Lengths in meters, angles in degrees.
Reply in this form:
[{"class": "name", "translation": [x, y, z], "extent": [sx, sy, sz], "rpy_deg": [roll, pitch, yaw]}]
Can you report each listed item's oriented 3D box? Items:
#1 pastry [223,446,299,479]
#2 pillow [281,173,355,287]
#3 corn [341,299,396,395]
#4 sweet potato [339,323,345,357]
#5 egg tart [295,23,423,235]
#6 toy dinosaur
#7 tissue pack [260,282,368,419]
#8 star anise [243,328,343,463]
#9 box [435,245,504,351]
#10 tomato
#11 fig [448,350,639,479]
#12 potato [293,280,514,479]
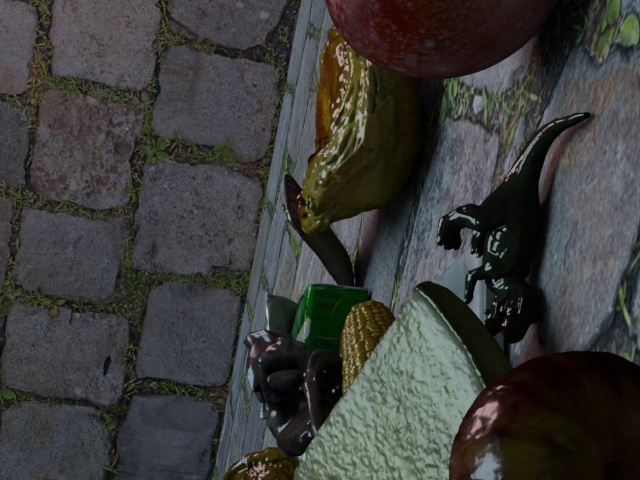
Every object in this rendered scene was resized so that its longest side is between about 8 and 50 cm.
[{"class": "pastry", "translation": [-0.059, 0.395, 1.663], "extent": [0.103, 0.189, 0.188], "rpy_deg": [-93, 15, -45]}, {"class": "pillow", "translation": [0.000, 0.000, 1.778], "extent": [0.232, 0.038, 0.130], "rpy_deg": [53, -163, -35]}, {"class": "corn", "translation": [0.070, 0.163, 1.406], "extent": [0.091, 0.091, 0.260], "rpy_deg": [-48, 18, 22]}, {"class": "sweet potato", "translation": [0.054, 0.186, 1.589], "extent": [0.068, 0.060, 0.205], "rpy_deg": [47, -151, -55]}, {"class": "egg tart", "translation": [0.056, -0.169, 1.616], "extent": [0.351, 0.153, 0.339], "rpy_deg": [112, 165, -55]}, {"class": "toy dinosaur", "translation": [0.200, -0.004, 1.006], "extent": [0.179, 0.087, 0.187], "rpy_deg": [-22, 70, 37]}, {"class": "tissue pack", "translation": [-0.018, 0.185, 1.721], "extent": [0.148, 0.156, 0.209], "rpy_deg": [114, 162, -66]}, {"class": "star anise", "translation": [0.008, 0.247, 1.462], "extent": [0.359, 0.139, 0.316], "rpy_deg": [57, 179, 27]}, {"class": "box", "translation": [0.146, 0.148, 1.110], "extent": [0.142, 0.044, 0.285], "rpy_deg": [125, 152, -61]}, {"class": "tomato", "translation": [0.126, -0.286, 1.078], "extent": [0.270, 0.227, 0.270], "rpy_deg": [-39, 43, 47]}, {"class": "fig", "translation": [0.161, 0.139, 0.711], "extent": [0.202, 0.149, 0.148], "rpy_deg": [-58, -55, -73]}, {"class": "potato", "translation": [0.117, 0.216, 0.949], "extent": [0.255, 0.112, 0.269], "rpy_deg": [57, 130, 39]}]
